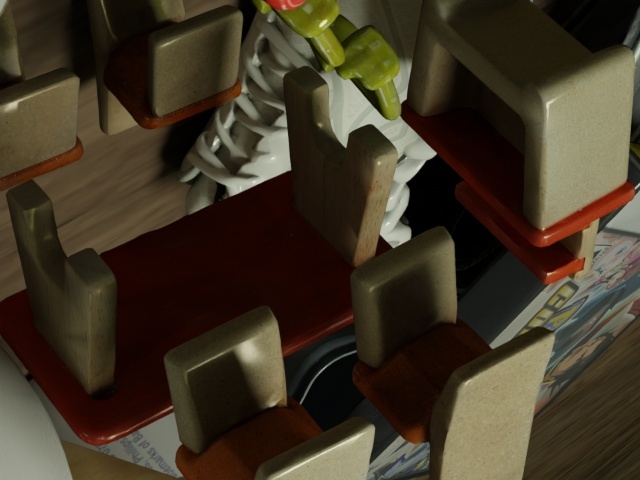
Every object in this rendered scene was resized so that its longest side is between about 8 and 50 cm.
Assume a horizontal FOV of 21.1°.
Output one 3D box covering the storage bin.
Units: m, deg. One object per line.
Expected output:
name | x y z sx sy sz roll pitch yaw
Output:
storage bin | -0.031 0.084 1.026 0.098 0.091 0.135 -16 141 -48

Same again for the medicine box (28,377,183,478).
medicine box | -0.170 0.237 0.973 0.289 0.149 0.263 -38 154 -16

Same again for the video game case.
video game case | 0.141 0.050 1.073 0.275 0.035 0.248 -48 159 20

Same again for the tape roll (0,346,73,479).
tape roll | -0.227 0.122 0.592 0.246 0.246 0.169 -50 155 10

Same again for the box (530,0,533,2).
box | 0.085 -0.162 0.907 0.094 0.027 0.137 -33 153 -28

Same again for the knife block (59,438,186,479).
knife block | -0.197 0.195 0.771 0.088 0.275 0.242 83 26 -61

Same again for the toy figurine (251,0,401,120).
toy figurine | -0.018 -0.206 0.501 0.217 0.191 0.362 -52 156 3

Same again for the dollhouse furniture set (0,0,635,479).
dollhouse furniture set | 0.000 0.000 0.688 0.259 0.262 0.135 -25 142 -24

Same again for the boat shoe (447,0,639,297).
boat shoe | 0.148 -0.070 1.075 0.102 0.108 0.301 17 134 -28

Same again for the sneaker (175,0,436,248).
sneaker | -0.007 -0.057 0.844 0.118 0.110 0.292 -22 147 -25

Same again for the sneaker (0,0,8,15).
sneaker | -0.163 -0.081 0.622 0.118 0.042 0.067 -47 159 7
